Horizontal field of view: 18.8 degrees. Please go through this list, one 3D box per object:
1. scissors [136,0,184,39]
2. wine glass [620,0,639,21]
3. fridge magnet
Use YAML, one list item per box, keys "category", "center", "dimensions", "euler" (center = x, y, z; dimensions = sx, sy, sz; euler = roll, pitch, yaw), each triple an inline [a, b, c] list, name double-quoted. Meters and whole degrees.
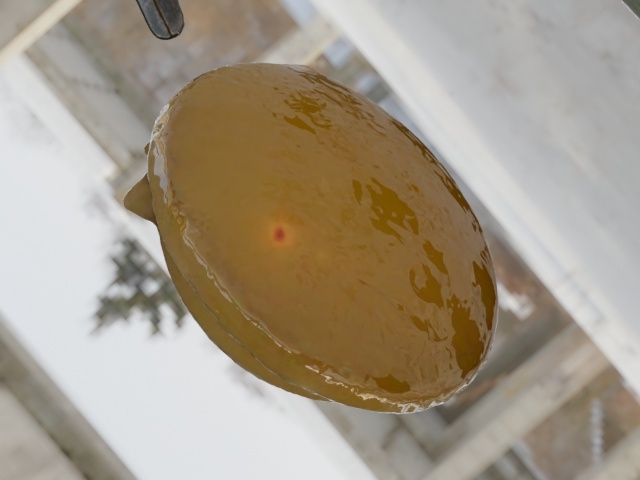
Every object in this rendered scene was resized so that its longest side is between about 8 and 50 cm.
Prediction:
- category: "scissors"
  center: [-0.145, -0.264, 1.122]
  dimensions: [0.024, 0.160, 0.317]
  euler: [-18, -95, -84]
- category: "wine glass"
  center: [0.239, -0.144, 1.131]
  dimensions: [0.202, 0.093, 0.093]
  euler: [40, -179, 24]
- category: "fridge magnet"
  center: [0.000, 0.000, 0.668]
  dimensions: [0.143, 0.063, 0.143]
  euler: [26, -139, -25]
